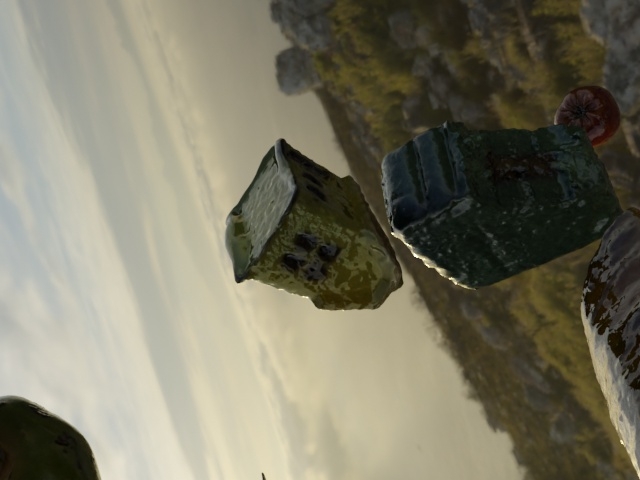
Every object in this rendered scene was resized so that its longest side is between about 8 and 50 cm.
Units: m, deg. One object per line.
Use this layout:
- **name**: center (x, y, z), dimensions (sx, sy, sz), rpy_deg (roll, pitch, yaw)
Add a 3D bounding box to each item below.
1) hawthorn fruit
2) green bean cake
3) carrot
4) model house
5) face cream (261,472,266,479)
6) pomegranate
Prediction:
- **hawthorn fruit**: center (0.527, -0.236, 1.680), dimensions (0.140, 0.125, 0.125), rpy_deg (66, 179, -57)
- **green bean cake**: center (0.284, -0.077, 1.343), dimensions (0.300, 0.308, 0.169), rpy_deg (37, -143, -48)
- **carrot**: center (0.409, 0.142, 0.870), dimensions (0.340, 0.242, 0.241), rpy_deg (-86, -15, -53)
- **model house**: center (0.000, 0.000, 1.235), dimensions (0.234, 0.174, 0.193), rpy_deg (30, -161, -24)
- **face cream**: center (0.011, 0.398, 0.823), dimensions (0.137, 0.084, 0.341), rpy_deg (-123, 12, -78)
- **pomegranate**: center (-0.462, 0.346, 1.262), dimensions (0.290, 0.291, 0.323), rpy_deg (-120, 28, -49)
